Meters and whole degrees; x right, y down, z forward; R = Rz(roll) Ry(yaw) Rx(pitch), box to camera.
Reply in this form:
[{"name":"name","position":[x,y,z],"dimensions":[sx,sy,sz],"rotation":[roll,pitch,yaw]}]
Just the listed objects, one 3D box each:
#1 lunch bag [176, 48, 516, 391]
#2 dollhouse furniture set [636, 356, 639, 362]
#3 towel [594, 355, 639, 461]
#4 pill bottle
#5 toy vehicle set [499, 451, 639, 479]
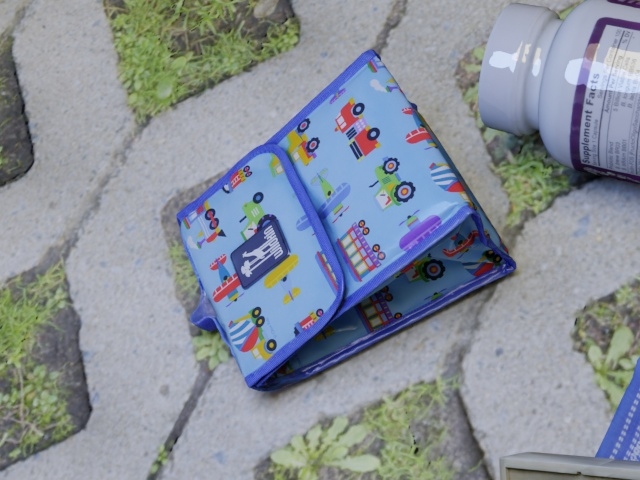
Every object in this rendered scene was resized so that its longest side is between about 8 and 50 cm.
[{"name":"lunch bag","position":[0.000,0.000,1.398],"dimensions":[0.293,0.138,0.221],"rotation":[-34,56,8]},{"name":"dollhouse furniture set","position":[0.402,0.174,1.125],"dimensions":[0.197,0.151,0.302],"rotation":[-23,74,-21]},{"name":"towel","position":[0.299,0.278,1.054],"dimensions":[0.040,0.243,0.336],"rotation":[-6,38,-35]},{"name":"pill bottle","position":[0.309,-0.136,1.352],"dimensions":[0.301,0.169,0.169],"rotation":[15,64,23]},{"name":"toy vehicle set","position":[0.241,0.250,1.079],"dimensions":[0.266,0.035,0.166],"rotation":[-5,88,54]}]
